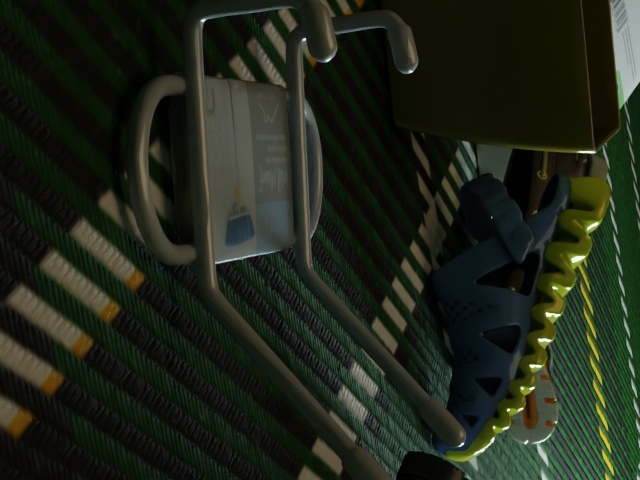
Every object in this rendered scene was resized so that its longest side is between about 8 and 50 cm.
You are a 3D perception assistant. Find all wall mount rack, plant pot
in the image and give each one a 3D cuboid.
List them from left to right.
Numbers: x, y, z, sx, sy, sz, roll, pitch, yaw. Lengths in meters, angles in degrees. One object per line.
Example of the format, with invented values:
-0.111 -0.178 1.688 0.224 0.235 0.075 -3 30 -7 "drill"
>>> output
0.000 0.000 1.110 0.350 0.130 0.304 -11 96 -72 "wall mount rack"
0.165 -0.188 1.606 0.212 0.187 0.212 -31 115 -71 "plant pot"

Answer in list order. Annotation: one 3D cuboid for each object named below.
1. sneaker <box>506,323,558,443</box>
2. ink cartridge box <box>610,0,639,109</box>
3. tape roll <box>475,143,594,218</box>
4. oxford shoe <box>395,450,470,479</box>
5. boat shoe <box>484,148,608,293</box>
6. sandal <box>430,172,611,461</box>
0.220 0.115 1.928 0.083 0.084 0.215 -9 99 -87 "sneaker"
0.371 -0.307 2.272 0.273 0.114 0.198 -52 143 -27 "ink cartridge box"
0.255 -0.139 2.050 0.286 0.100 0.286 -4 90 -73 "tape roll"
0.091 0.273 1.473 0.096 0.082 0.227 -62 148 -28 "oxford shoe"
0.204 0.026 1.817 0.324 0.096 0.116 -65 -168 -25 "boat shoe"
0.165 0.061 1.679 0.126 0.138 0.317 118 -5 -69 "sandal"
